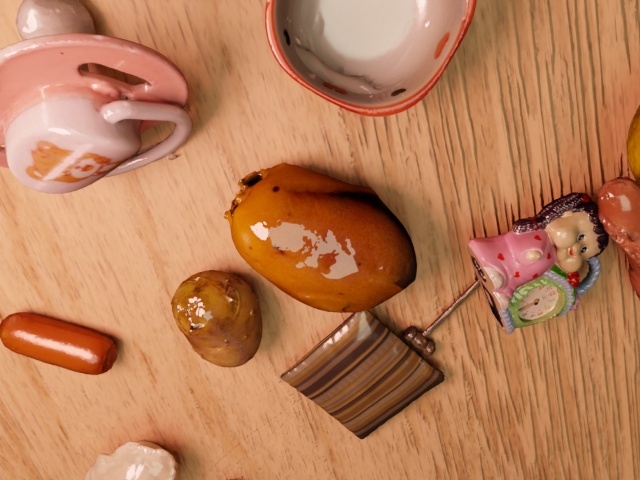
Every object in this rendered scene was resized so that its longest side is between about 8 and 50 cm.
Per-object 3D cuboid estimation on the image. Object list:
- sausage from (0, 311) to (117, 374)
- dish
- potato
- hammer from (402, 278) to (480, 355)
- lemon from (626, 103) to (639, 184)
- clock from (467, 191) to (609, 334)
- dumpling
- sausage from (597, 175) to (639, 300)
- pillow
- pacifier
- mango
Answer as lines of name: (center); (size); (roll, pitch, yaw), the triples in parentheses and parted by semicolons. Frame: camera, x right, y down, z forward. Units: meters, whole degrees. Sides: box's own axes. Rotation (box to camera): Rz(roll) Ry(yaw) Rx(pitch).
sausage: (-0.449, 0.175, 0.910); (0.197, 0.076, 0.076); (17, 111, -3)
dish: (0.060, -0.294, 0.685); (0.256, 0.117, 0.256); (1, 112, 2)
potato: (-0.163, 0.122, 0.856); (0.137, 0.137, 0.176); (-8, 132, 5)
hammer: (0.254, 0.077, 0.877); (0.058, 0.029, 0.292); (38, 106, -14)
lemon: (0.532, -0.139, 0.663); (0.267, 0.267, 0.268); (1, 111, 2)
clock: (0.336, 0.035, 0.806); (0.195, 0.100, 0.194); (-29, 123, 4)
dumpling: (-0.347, 0.446, 0.986); (0.162, 0.132, 0.250); (23, 126, -16)
sausage: (0.459, 0.008, 0.759); (0.078, 0.078, 0.304); (-38, 136, 15)
pillow: (0.072, 0.235, 0.927); (0.212, 0.052, 0.208); (41, 111, -17)
pacifier: (-0.325, -0.181, 0.689); (0.332, 0.220, 0.273); (-23, 110, 35)
mango: (0.000, 0.000, 0.786); (0.287, 0.152, 0.201); (23, 95, -11)
